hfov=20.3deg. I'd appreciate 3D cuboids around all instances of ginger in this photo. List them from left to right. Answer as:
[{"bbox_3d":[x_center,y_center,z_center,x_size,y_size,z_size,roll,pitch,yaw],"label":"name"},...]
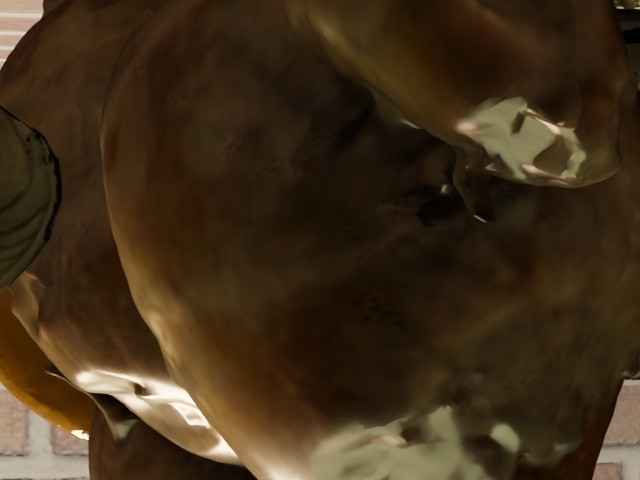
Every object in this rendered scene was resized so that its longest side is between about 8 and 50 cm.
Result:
[{"bbox_3d":[0.000,0.000,0.566,0.176,0.256,0.375,-15,173,-21],"label":"ginger"}]

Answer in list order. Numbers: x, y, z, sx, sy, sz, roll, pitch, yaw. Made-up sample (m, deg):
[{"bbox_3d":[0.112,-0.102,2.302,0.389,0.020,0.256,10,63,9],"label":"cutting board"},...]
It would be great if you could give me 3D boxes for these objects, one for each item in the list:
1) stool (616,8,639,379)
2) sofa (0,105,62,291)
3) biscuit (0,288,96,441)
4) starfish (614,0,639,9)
[{"bbox_3d":[0.216,0.014,0.731,0.243,0.170,0.270,1,-159,13],"label":"stool"},{"bbox_3d":[-0.206,0.023,0.336,0.258,0.182,0.200,23,168,-33],"label":"sofa"},{"bbox_3d":[-0.030,0.001,0.752,0.260,0.203,0.041,17,178,-1],"label":"biscuit"},{"bbox_3d":[0.121,-0.098,0.707,0.092,0.016,0.086,5,-178,-14],"label":"starfish"}]
